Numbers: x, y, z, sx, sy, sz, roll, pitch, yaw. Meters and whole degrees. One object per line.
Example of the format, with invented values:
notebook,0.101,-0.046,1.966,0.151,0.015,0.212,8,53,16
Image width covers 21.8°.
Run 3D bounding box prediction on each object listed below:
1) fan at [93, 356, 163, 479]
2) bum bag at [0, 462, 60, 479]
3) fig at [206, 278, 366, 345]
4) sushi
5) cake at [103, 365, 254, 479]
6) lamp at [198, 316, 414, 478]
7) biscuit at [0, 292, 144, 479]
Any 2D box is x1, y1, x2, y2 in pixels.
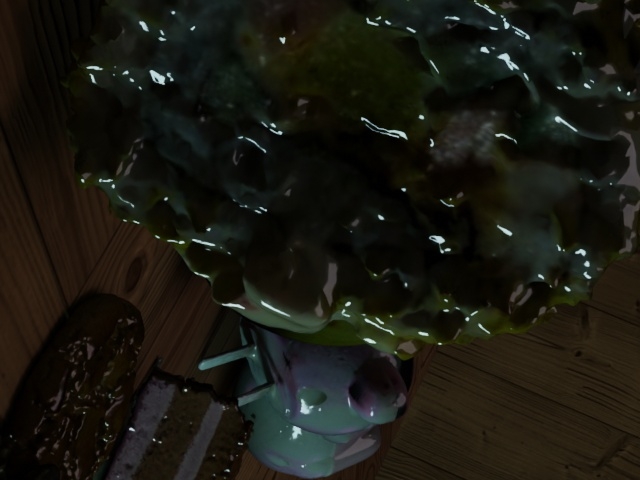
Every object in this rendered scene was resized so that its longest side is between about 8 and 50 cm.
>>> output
fan,-0.191,0.176,1.564,0.175,0.005,0.113,-58,167,-34
bum bag,-0.261,0.228,1.200,0.102,0.069,0.248,-55,169,18
fig,0.000,0.000,1.573,0.203,0.225,0.203,-48,-176,5
sushi,0.041,-0.117,1.090,0.240,0.397,0.351,-73,-175,-59
cake,-0.156,0.255,1.570,0.295,0.116,0.113,-69,172,29
lamp,-0.024,0.144,1.848,0.247,0.247,0.301,-15,156,-23
biscuit,-0.204,0.148,1.374,0.226,0.042,0.226,22,90,-78
